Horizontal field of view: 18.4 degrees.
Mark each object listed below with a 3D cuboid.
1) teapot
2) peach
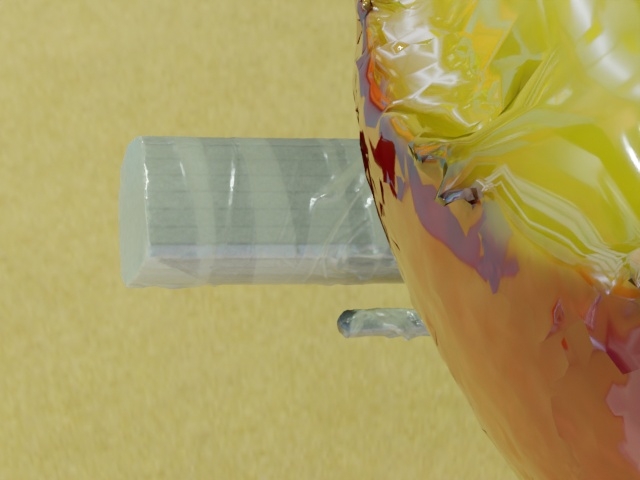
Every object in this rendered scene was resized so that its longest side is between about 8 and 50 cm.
[{"bbox_3d":[0.000,0.000,1.024,0.200,0.077,0.107,-1,72,-17],"label":"teapot"},{"bbox_3d":[0.171,-0.031,0.519,0.306,0.242,0.380,-12,41,21],"label":"peach"}]
